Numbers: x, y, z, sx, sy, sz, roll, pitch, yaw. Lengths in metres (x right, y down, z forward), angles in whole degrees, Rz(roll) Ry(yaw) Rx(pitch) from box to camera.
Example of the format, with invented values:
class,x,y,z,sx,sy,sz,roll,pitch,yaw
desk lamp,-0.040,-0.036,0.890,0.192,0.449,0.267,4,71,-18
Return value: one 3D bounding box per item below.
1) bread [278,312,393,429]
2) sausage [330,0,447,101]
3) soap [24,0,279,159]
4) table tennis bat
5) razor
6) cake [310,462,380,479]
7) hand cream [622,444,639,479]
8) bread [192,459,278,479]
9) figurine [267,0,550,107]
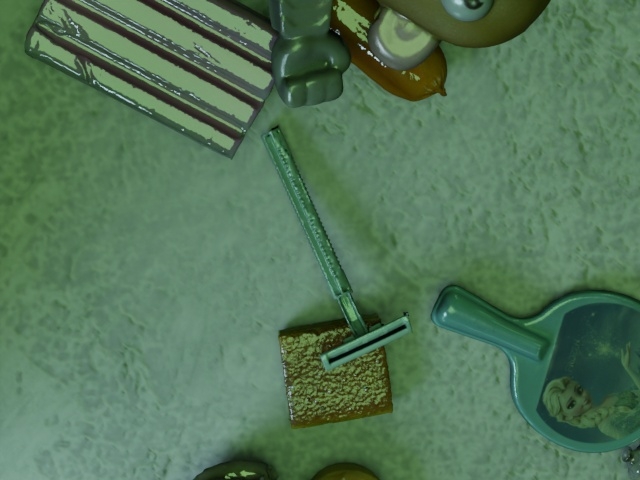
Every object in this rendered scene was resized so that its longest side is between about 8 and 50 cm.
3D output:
class,x,y,z,sx,sy,sz,roll,pitch,yaw
bread,0.012,0.116,1.459,0.094,0.035,0.090,-9,102,-1
sausage,0.037,-0.180,1.390,0.183,0.054,0.062,39,70,-7
soap,-0.133,-0.167,1.376,0.203,0.065,0.122,28,99,-8
table tennis bat,0.208,0.100,1.468,0.237,0.038,0.149,25,100,-11
razor,-0.001,0.000,1.423,0.084,0.036,0.211,-24,87,-5
cake,0.023,0.241,1.483,0.084,0.044,0.084,-1,102,-5
hand cream,0.348,0.224,1.506,0.165,0.037,0.057,22,100,-15
bread,-0.063,0.366,1.479,0.183,0.102,0.337,-21,104,6
figurine,0.062,-0.262,1.278,0.285,0.167,0.342,39,129,-18
